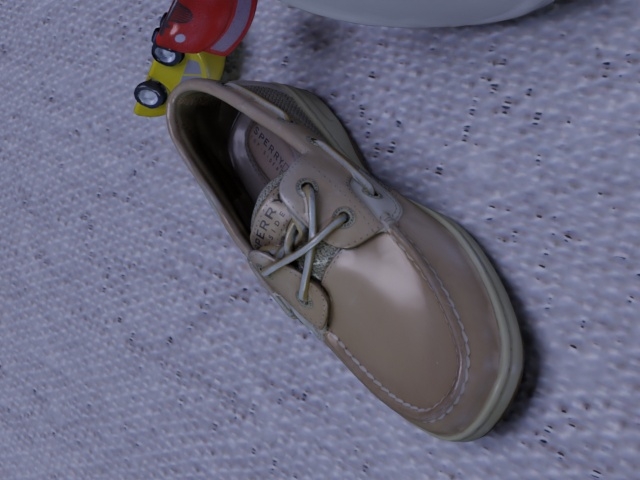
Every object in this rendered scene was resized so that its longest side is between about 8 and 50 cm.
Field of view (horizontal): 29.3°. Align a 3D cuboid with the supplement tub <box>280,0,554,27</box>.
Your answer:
[{"bbox_3d":[0.051,-0.263,0.635,0.191,0.191,0.272,-2,80,48],"label":"supplement tub"}]

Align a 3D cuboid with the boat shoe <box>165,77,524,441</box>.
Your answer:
[{"bbox_3d":[0.000,0.000,0.706,0.109,0.098,0.302,-58,45,23],"label":"boat shoe"}]

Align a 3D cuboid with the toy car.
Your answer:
[{"bbox_3d":[-0.056,-0.195,0.816,0.239,0.053,0.225,153,140,-75],"label":"toy car"}]
